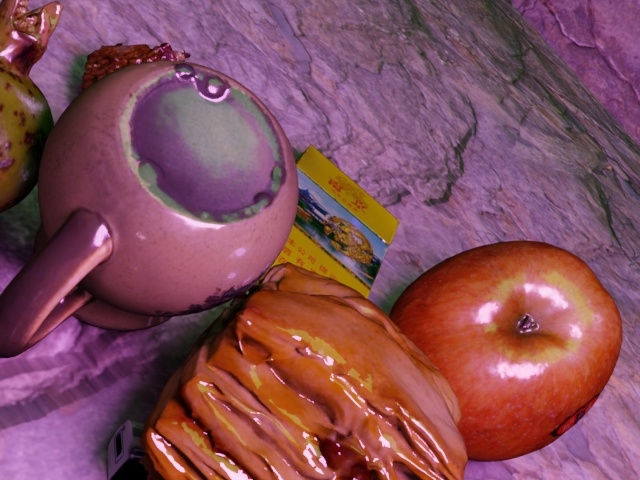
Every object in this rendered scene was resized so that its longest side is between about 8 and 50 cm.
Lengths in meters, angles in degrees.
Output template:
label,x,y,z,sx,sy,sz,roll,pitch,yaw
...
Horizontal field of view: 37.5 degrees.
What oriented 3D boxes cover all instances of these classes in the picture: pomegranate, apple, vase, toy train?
label,x,y,z,sx,sy,sz,roll,pitch,yaw
pomegranate,-0.342,-0.135,0.901,0.211,0.263,0.211,43,4,-4
apple,0.241,0.130,1.216,0.277,0.250,0.309,45,49,-2
vase,-0.196,-0.002,0.916,0.241,0.302,0.329,48,52,-2
toy train,-0.089,0.232,0.943,0.252,0.055,0.048,22,29,-33

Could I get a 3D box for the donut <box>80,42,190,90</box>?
label,x,y,z,sx,sy,sz,roll,pitch,yaw
donut,-0.205,-0.164,1.220,0.126,0.144,0.186,-82,151,-45

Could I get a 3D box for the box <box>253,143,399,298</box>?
label,x,y,z,sx,sy,sz,roll,pitch,yaw
box,0.000,0.000,1.316,0.187,0.047,0.335,40,31,-7

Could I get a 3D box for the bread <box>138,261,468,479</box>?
label,x,y,z,sx,sy,sz,roll,pitch,yaw
bread,0.018,0.161,0.920,0.314,0.191,0.370,38,23,3
